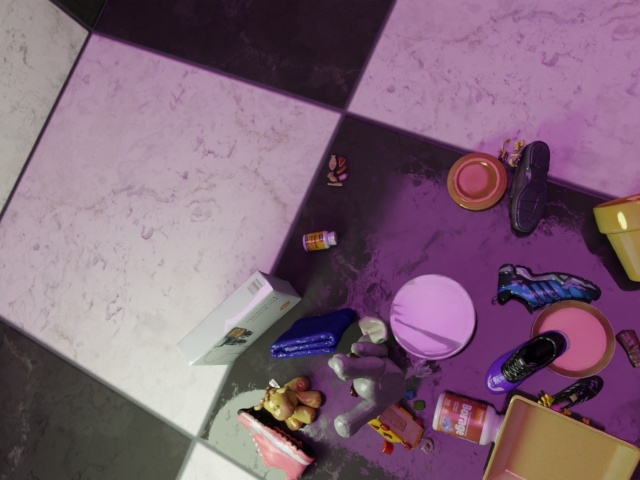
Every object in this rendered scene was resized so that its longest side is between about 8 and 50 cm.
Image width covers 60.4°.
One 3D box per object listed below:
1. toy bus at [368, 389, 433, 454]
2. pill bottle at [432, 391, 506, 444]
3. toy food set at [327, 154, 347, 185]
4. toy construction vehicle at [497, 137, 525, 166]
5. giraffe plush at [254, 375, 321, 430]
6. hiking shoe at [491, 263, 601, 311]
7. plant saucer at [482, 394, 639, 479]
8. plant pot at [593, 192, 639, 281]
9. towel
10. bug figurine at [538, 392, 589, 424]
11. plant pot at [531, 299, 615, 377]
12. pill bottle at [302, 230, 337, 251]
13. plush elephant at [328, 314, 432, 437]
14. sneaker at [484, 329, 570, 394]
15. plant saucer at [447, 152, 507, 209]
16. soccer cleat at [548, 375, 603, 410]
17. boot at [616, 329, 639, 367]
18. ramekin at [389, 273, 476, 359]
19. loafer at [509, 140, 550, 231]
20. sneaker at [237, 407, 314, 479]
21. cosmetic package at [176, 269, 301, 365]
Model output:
[{"bbox_3d":[0.240,0.594,1.764,0.104,0.191,0.202,-33,63,55],"label":"toy bus"},{"bbox_3d":[0.465,0.554,1.695,0.216,0.121,0.121,12,82,19],"label":"pill bottle"},{"bbox_3d":[0.066,-0.257,2.045,0.078,0.019,0.122,6,73,18],"label":"toy food set"},{"bbox_3d":[0.634,-0.297,1.841,0.086,0.035,0.098,20,85,62],"label":"toy construction vehicle"},{"bbox_3d":[-0.122,0.541,1.854,0.210,0.170,0.181,25,87,20],"label":"giraffe plush"},{"bbox_3d":[0.702,0.164,1.712,0.304,0.113,0.132,9,78,30],"label":"hiking shoe"},{"bbox_3d":[0.667,0.620,1.547,0.333,0.081,0.333,21,112,25],"label":"plant saucer"},{"bbox_3d":[0.963,-0.017,1.607,0.254,0.254,0.239,-17,90,13],"label":"plant pot"},{"bbox_3d":[-0.016,0.309,1.803,0.227,0.308,0.076,-16,93,16],"label":"towel"},{"bbox_3d":[0.694,0.583,1.611,0.279,0.072,0.216,35,123,22],"label":"bug figurine"},{"bbox_3d":[0.777,0.304,1.698,0.236,0.032,0.236,-4,78,17],"label":"plant pot"},{"bbox_3d":[0.000,0.000,1.986,0.116,0.065,0.065,-10,76,15],"label":"pill bottle"},{"bbox_3d":[0.144,0.392,1.719,0.330,0.255,0.272,-17,111,-18],"label":"plush elephant"},{"bbox_3d":[0.604,0.367,1.657,0.293,0.146,0.102,-44,67,21],"label":"sneaker"},{"bbox_3d":[0.528,-0.203,1.864,0.200,0.037,0.200,-2,84,23],"label":"plant saucer"},{"bbox_3d":[0.767,0.463,1.645,0.179,0.072,0.060,-33,71,8],"label":"soccer cleat"},{"bbox_3d":[0.958,0.308,1.641,0.106,0.037,0.114,-25,68,9],"label":"boot"},{"bbox_3d":[0.366,0.251,1.787,0.273,0.127,0.273,-4,77,16],"label":"ramekin"},{"bbox_3d":[0.681,-0.174,1.811,0.109,0.095,0.302,13,86,-12],"label":"loafer"},{"bbox_3d":[-0.178,0.694,1.870,0.314,0.116,0.136,31,90,20],"label":"sneaker"},{"bbox_3d":[-0.270,0.277,1.896,0.377,0.284,0.097,-43,72,5],"label":"cosmetic package"}]
